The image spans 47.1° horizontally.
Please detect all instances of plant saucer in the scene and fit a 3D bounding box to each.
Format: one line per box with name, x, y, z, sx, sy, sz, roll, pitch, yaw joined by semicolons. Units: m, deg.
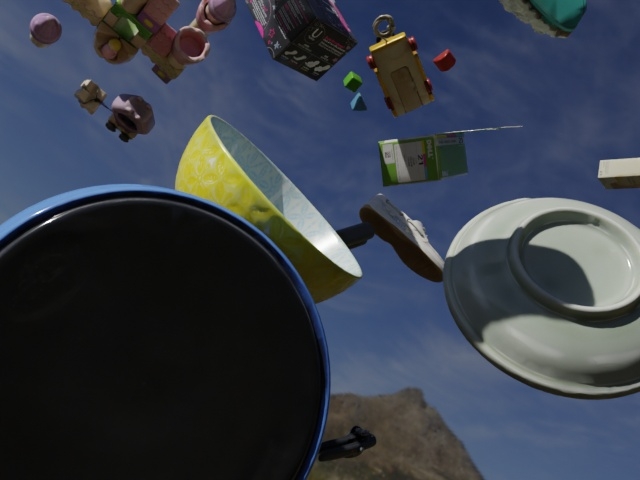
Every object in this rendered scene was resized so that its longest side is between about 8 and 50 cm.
plant saucer;0.402;0.055;1.177;0.400;0.400;0.101;23;-36;18

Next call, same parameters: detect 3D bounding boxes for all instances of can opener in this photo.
can opener;0.000;0.000;1.726;0.074;0.280;0.093;-42;-115;55
can opener;0.053;0.437;1.550;0.059;0.073;0.186;14;5;37

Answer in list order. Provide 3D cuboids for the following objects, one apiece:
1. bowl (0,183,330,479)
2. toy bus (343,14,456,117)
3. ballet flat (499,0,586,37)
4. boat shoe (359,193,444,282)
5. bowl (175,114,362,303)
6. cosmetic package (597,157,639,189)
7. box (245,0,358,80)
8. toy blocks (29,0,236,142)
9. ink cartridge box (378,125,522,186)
bowl;-0.169;0.133;0.690;0.391;0.391;0.077;33;-19;-14
toy bus;0.149;-0.352;1.464;0.191;0.104;0.202;13;-54;-20
ballet flat;0.309;-0.523;1.284;0.409;0.147;0.147;53;-22;-7
boat shoe;0.227;-0.013;1.856;0.277;0.096;0.098;44;-32;-2
bowl;-0.096;-0.006;0.962;0.289;0.156;0.289;45;8;-8
cosmetic package;0.611;-0.131;1.437;0.115;0.041;0.060;-1;-21;40
box;-0.050;-0.515;1.660;0.142;0.247;0.163;-37;-28;27
toy blocks;-0.322;-0.393;1.281;0.288;0.309;0.260;39;-23;-20
ink cartridge box;0.274;-0.176;1.523;0.255;0.097;0.189;-3;6;29
